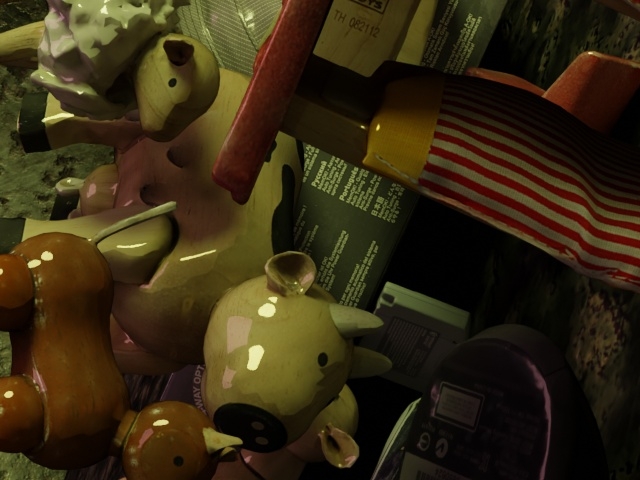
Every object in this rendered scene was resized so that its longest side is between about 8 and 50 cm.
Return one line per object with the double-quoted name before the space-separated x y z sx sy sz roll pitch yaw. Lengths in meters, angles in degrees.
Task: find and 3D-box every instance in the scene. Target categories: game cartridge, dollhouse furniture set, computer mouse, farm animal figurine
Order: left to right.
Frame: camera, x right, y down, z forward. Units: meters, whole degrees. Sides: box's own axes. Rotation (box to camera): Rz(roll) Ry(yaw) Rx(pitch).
"farm animal figurine" -0.053 0.046 0.720 0.330 0.172 0.327 79 -174 -59
"game cartridge" 0.051 0.055 0.840 0.083 0.056 0.017 112 -178 -58
"computer mouse" 0.041 0.163 0.624 0.184 0.060 0.262 2 78 60
"dollhouse furniture set" 0.089 -0.089 0.611 0.374 0.201 0.152 -83 17 -74

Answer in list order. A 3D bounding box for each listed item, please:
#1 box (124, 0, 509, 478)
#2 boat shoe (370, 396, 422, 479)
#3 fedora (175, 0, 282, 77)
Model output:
"box" 0.000 0.000 0.979 0.318 0.097 0.395 -74 8 -81
"boat shoe" 0.039 0.148 0.692 0.083 0.065 0.183 132 160 -71
"fedora" 0.002 -0.167 1.212 0.124 0.244 0.275 -30 13 23
